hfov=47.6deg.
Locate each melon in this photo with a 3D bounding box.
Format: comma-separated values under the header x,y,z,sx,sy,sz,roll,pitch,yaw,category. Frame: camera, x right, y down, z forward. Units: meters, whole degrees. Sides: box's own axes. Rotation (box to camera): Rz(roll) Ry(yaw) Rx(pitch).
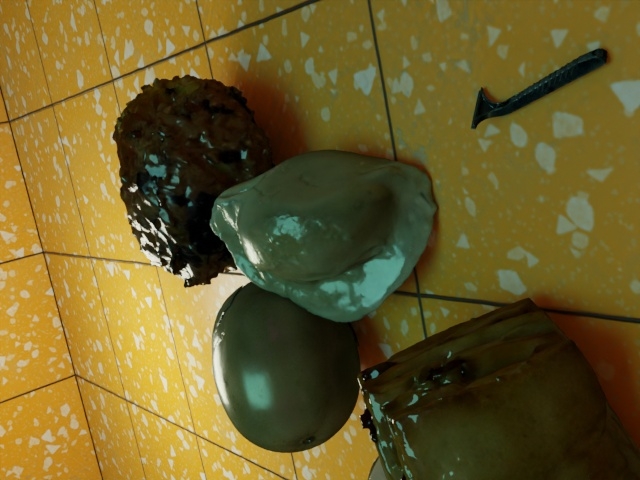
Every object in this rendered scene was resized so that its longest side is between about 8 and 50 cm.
x,y,z,sx,sy,sz,roll,pitch,yaw,category
-0.064,0.210,1.309,0.268,0.268,0.330,114,147,-43,melon

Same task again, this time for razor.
x,y,z,sx,sy,sz,roll,pitch,yaw,category
0.270,-0.190,0.899,0.190,0.033,0.066,-20,47,51,razor

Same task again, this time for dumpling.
x,y,z,sx,sy,sz,roll,pitch,yaw,category
-0.016,-0.022,1.148,0.320,0.212,0.270,10,83,49,dumpling

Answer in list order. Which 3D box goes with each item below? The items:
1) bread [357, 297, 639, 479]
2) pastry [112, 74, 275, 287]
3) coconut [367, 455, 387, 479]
x,y,z,sx,sy,sz,roll,pitch,yaw,category
0.236,0.275,0.899,0.191,0.314,0.370,56,-171,-76,bread
-0.224,-0.121,1.347,0.337,0.292,0.405,167,93,-71,pastry
0.175,0.407,1.113,0.244,0.239,0.239,24,123,47,coconut
